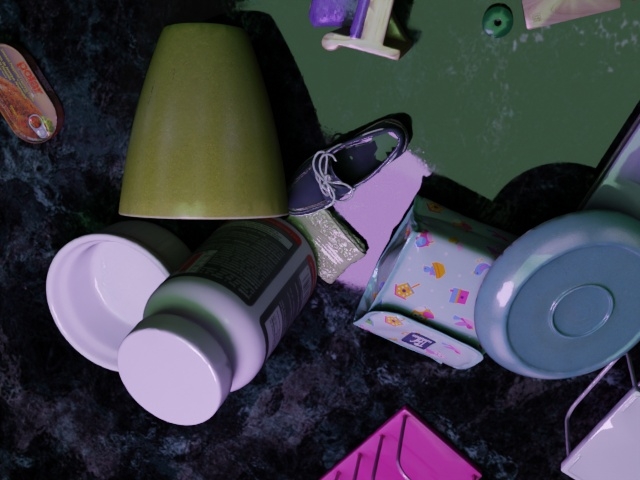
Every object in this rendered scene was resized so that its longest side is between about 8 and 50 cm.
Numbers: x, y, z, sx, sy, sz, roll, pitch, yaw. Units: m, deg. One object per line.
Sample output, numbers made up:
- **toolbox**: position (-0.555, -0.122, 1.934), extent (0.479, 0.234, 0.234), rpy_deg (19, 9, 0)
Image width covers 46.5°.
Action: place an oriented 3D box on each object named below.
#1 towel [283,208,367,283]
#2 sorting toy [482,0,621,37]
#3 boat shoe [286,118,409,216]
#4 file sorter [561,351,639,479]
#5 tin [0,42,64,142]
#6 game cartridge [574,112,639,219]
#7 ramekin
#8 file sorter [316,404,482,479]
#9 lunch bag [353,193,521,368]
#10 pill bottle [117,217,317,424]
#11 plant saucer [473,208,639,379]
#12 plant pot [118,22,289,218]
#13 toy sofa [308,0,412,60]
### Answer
- **towel**: position (0.000, 0.000, 1.335), extent (0.148, 0.027, 0.110), rpy_deg (46, 115, -6)
- **sorting toy**: position (0.365, -0.392, 1.082), extent (0.274, 0.046, 0.132), rpy_deg (-10, 108, 18)
- **boat shoe**: position (0.034, -0.115, 1.246), extent (0.254, 0.079, 0.095), rpy_deg (-27, 96, 17)
- **file sorter**: position (0.573, 0.344, 1.246), extent (0.277, 0.173, 0.193), rpy_deg (31, 116, 1)
- **tin**: position (-0.544, -0.270, 1.362), extent (0.106, 0.040, 0.190), rpy_deg (-23, 104, 25)
- **game cartridge**: position (0.563, -0.091, 1.145), extent (0.230, 0.068, 0.355), rpy_deg (29, 115, 6)
- **ramekin**: position (-0.355, 0.096, 1.399), extent (0.277, 0.135, 0.277), rpy_deg (5, 112, 14)
- **file sorter**: position (0.130, 0.507, 1.415), extent (0.202, 0.182, 0.291), rpy_deg (41, 114, -4)
- **lunch bag**: position (0.197, 0.090, 1.249), extent (0.223, 0.160, 0.262), rpy_deg (22, 121, -6)
- **pill bottle**: position (-0.160, 0.116, 1.222), extent (0.210, 0.363, 0.210), rpy_deg (10, 120, 18)
- **plant saucer**: position (0.396, 0.101, 1.153), extent (0.317, 0.044, 0.318), rpy_deg (-4, 120, -7)
- **plant pot**: position (-0.185, -0.189, 1.200), extent (0.274, 0.275, 0.294), rpy_deg (2, 96, 13)
- **toy sofa**: position (0.081, -0.456, 1.071), extent (0.177, 0.150, 0.363), rpy_deg (16, 114, 7)
